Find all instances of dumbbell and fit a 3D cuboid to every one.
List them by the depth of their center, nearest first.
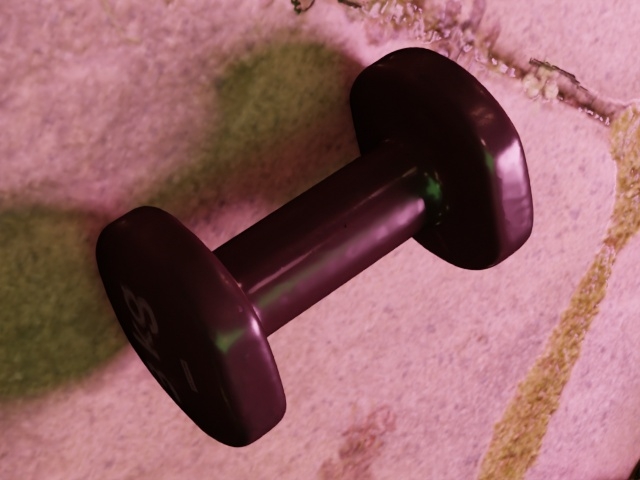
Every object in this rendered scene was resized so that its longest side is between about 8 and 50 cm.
[{"bbox_3d":[0.000,0.000,0.725,0.225,0.124,0.140,-33,132,-23],"label":"dumbbell"}]

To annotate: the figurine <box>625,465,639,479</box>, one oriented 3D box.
[{"bbox_3d":[0.260,0.302,1.137,0.324,0.124,0.222,2,116,-38],"label":"figurine"}]
